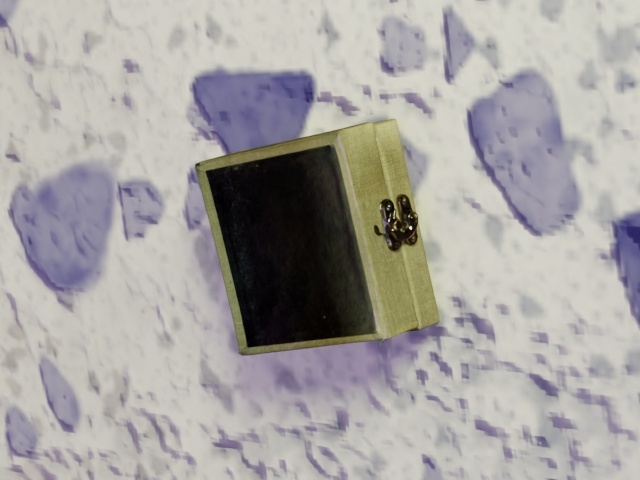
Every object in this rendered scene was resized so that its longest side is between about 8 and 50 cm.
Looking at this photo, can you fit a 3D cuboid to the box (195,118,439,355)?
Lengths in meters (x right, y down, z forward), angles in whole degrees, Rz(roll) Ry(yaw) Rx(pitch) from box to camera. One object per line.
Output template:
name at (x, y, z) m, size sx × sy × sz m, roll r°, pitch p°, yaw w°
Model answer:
box at (0.000, 0.000, 0.703) m, size 0.083 × 0.035 × 0.079 m, roll -10°, pitch 95°, yaw 43°
